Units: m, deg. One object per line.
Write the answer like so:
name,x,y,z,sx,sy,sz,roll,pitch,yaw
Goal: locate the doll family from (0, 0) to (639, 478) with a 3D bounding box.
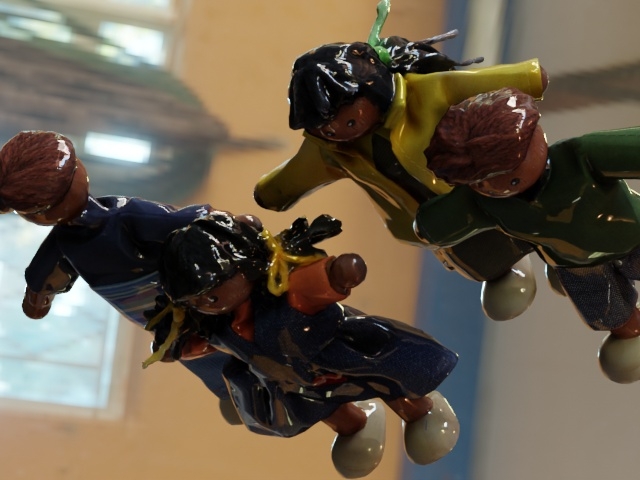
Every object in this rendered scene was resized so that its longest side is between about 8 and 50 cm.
doll family,0.000,0.000,0.479,0.193,0.111,0.076,-28,-135,25
